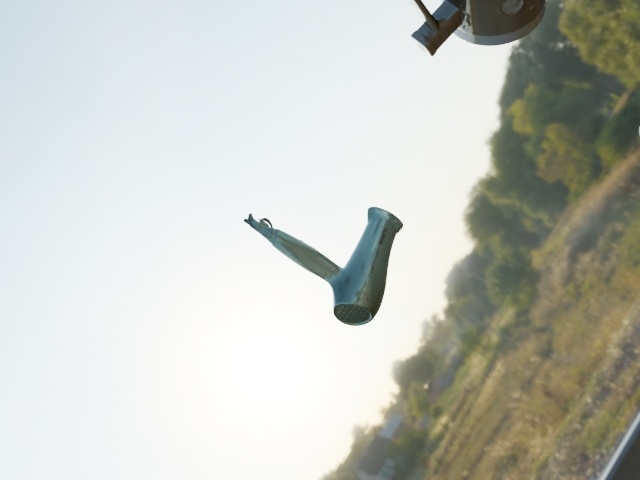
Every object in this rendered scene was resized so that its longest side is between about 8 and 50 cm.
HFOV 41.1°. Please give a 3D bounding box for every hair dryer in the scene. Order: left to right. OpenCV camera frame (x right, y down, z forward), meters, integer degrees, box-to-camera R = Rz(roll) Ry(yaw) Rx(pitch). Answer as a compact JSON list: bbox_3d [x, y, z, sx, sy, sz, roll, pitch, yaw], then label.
[{"bbox_3d":[0.000,0.000,1.290,0.075,0.237,0.206,123,169,-51],"label":"hair dryer"}]

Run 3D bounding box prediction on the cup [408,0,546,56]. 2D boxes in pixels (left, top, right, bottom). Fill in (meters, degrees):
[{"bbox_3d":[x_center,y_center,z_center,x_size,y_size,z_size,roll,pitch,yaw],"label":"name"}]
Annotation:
[{"bbox_3d":[0.099,-0.186,0.576,0.102,0.074,0.099,-18,-32,6],"label":"cup"}]
